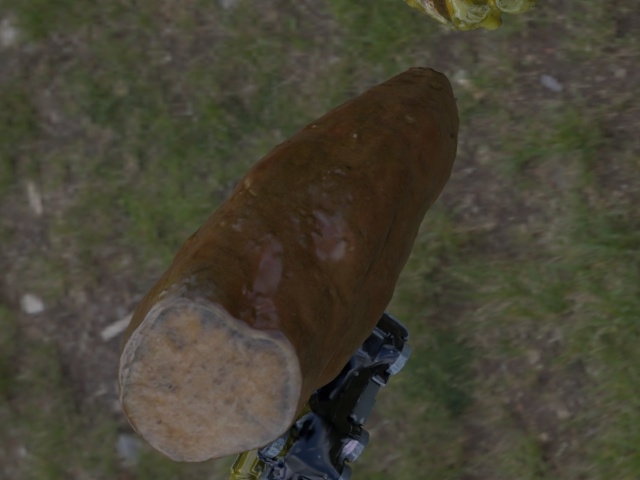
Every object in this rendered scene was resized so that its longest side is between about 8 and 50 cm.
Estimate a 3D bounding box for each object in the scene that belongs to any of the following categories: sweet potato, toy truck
[{"bbox_3d":[0.000,0.000,0.729,0.097,0.251,0.097,26,143,21],"label":"sweet potato"},{"bbox_3d":[-0.002,0.092,0.858,0.052,0.123,0.063,35,157,-15],"label":"toy truck"}]

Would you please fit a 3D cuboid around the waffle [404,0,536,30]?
[{"bbox_3d":[0.081,-0.218,0.984,0.194,0.051,0.149,38,116,46],"label":"waffle"}]
